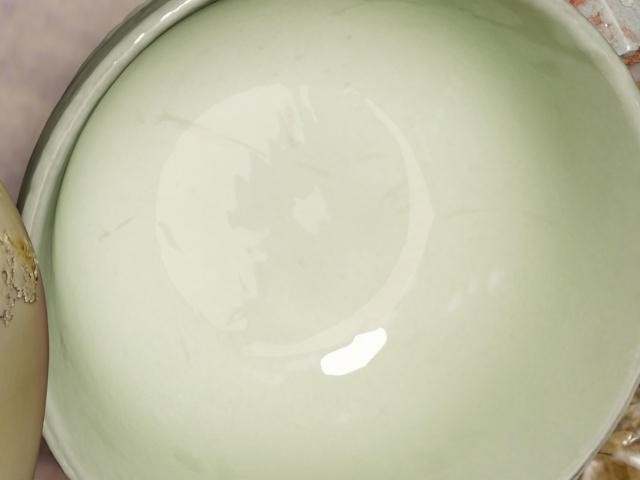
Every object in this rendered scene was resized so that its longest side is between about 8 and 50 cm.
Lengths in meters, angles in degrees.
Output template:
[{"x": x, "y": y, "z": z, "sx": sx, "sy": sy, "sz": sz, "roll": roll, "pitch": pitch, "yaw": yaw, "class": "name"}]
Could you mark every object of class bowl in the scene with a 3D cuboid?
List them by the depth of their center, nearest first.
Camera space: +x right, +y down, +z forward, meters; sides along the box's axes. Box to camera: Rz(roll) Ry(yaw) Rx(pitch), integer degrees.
[{"x": 0.000, "y": 0.000, "z": 0.654, "sx": 0.307, "sy": 0.163, "sz": 0.307, "roll": -6, "pitch": 110, "yaw": -16, "class": "bowl"}]

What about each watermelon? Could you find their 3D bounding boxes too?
[{"x": 0.153, "y": -0.119, "z": 0.722, "sx": 0.085, "sy": 0.061, "sz": 0.085, "roll": -10, "pitch": 120, "yaw": -17, "class": "watermelon"}]

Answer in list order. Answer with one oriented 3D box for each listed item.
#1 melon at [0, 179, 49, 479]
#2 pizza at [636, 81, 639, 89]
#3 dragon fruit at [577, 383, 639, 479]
[{"x": -0.218, "y": 0.080, "z": 0.489, "sx": 0.223, "sy": 0.223, "sz": 0.316, "roll": 15, "pitch": 103, "yaw": -23, "class": "melon"}, {"x": 0.175, "y": -0.038, "z": 0.730, "sx": 0.062, "sy": 0.161, "sz": 0.182, "roll": 62, "pitch": 42, "yaw": -62, "class": "pizza"}, {"x": 0.230, "y": 0.214, "z": 0.750, "sx": 0.277, "sy": 0.277, "sz": 0.342, "roll": -35, "pitch": 128, "yaw": -5, "class": "dragon fruit"}]
